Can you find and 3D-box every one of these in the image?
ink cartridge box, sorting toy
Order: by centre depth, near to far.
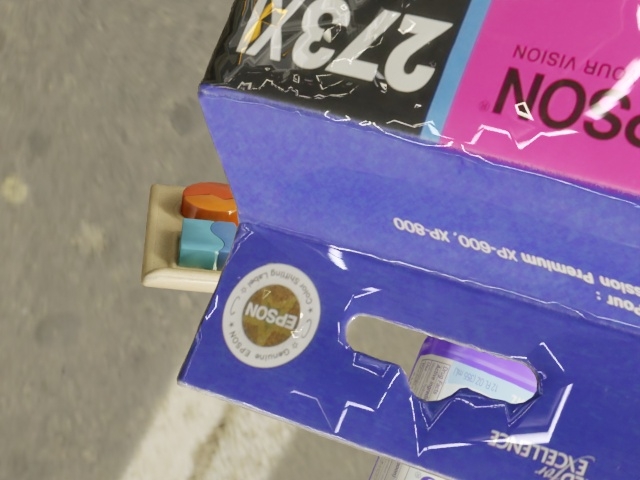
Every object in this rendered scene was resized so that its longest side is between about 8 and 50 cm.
[{"bbox_3d":[0.080,-0.109,0.559,0.175,0.069,0.371,16,82,30],"label":"ink cartridge box"},{"bbox_3d":[0.000,0.000,1.582,0.307,0.229,0.041,5,111,-5],"label":"sorting toy"}]

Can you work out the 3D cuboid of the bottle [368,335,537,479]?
[{"bbox_3d":[0.074,0.189,1.090,0.118,0.092,0.283,25,79,-8],"label":"bottle"}]
